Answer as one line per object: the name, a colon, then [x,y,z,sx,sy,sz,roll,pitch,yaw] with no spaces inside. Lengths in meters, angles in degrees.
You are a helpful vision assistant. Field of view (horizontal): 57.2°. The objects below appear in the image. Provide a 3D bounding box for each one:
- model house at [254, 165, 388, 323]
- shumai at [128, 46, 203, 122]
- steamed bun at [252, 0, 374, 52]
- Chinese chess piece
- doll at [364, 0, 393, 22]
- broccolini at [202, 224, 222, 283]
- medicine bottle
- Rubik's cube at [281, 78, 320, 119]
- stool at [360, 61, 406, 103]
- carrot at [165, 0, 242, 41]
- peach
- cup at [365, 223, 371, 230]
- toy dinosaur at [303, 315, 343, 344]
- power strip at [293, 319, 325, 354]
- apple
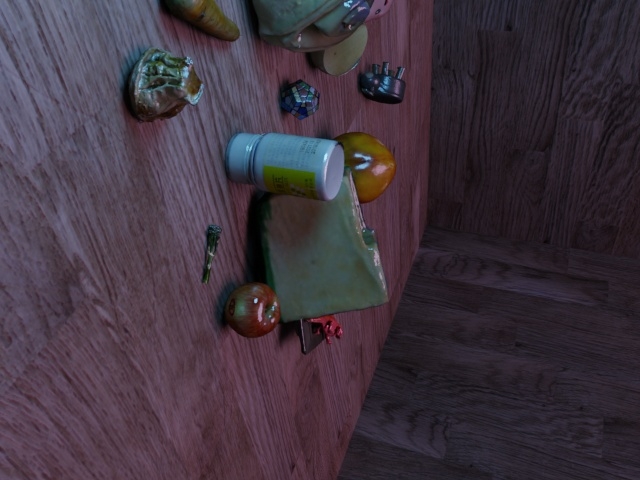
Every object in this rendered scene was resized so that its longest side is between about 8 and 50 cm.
model house: [0.000,0.000,1.695,0.343,0.334,0.382,-80,158,-78]
shumai: [-0.262,-0.269,1.035,0.145,0.116,0.146,11,90,-73]
steamed bun: [0.018,-0.594,1.368,0.339,0.247,0.352,-50,161,-29]
Chinese chess piece: [0.053,-0.583,1.734,0.188,0.083,0.188,-35,151,-23]
doll: [0.109,-0.771,1.794,0.268,0.216,0.284,-34,155,-35]
broccolini: [-0.256,0.031,1.369,0.035,0.030,0.140,-141,-118,-70]
medicine bottle: [-0.083,-0.180,1.384,0.143,0.258,0.144,12,90,-71]
Rubik's cube: [-0.054,-0.386,1.612,0.111,0.093,0.111,9,90,-71]
stool: [0.249,-0.614,2.277,0.228,0.153,0.139,4,96,-71]
carrot: [-0.214,-0.441,1.168,0.298,0.078,0.078,-7,107,-75]
peach: [0.130,-0.240,1.957,0.281,0.280,0.238,-1,90,-71]
cup: [0.114,0.029,2.019,0.273,0.208,0.288,-77,-169,-77]
toy dinosaur: [0.015,0.246,1.939,0.286,0.070,0.139,46,39,-55]
power strip: [-0.045,0.225,1.975,0.257,0.092,0.251,-23,113,-67]
apple: [-0.174,0.178,1.502,0.146,0.130,0.147,6,82,-55]
